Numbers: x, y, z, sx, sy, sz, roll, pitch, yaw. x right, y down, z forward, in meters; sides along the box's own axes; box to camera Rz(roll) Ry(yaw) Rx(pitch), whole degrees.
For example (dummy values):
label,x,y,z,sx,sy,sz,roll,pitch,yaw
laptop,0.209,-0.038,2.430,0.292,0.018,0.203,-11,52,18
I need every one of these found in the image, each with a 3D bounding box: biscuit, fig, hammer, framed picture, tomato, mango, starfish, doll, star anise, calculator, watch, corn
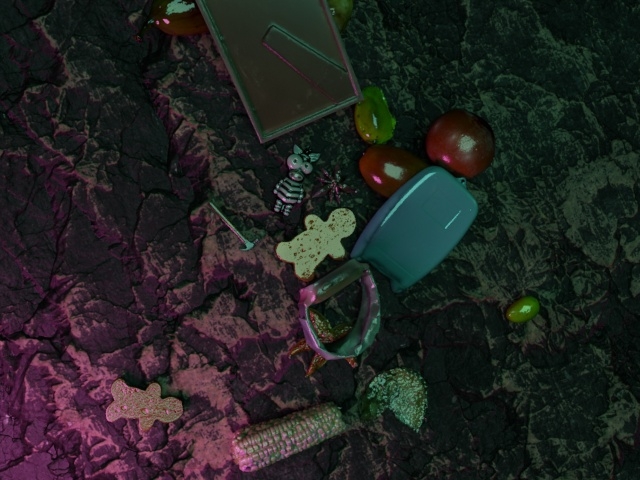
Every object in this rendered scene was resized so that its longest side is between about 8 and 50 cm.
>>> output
label,x,y,z,sx,sy,sz,roll,pitch,yaw
biscuit,0.000,0.000,1.771,0.250,0.036,0.165,-42,97,-5
fig,-0.395,-0.613,1.641,0.274,0.145,0.170,-42,96,-23
hammer,-0.257,-0.040,1.733,0.062,0.017,0.182,-45,95,-8
framed picture,-0.105,-0.526,1.652,0.326,0.028,0.446,-22,114,3
tomato,0.409,-0.282,1.763,0.208,0.208,0.184,30,99,-9
biscuit,-0.482,0.456,1.676,0.205,0.031,0.138,11,88,-10
mango,0.153,-0.365,1.775,0.119,0.100,0.178,0,79,-46
starfish,0.014,0.292,1.768,0.227,0.043,0.240,-38,91,-11
doll,-0.075,-0.177,1.743,0.091,0.067,0.219,22,84,-6
fig,0.044,-0.676,1.749,0.159,0.159,0.257,47,63,-7
mango,0.626,0.216,1.877,0.108,0.056,0.073,-24,90,2
star anise,0.030,-0.157,1.767,0.129,0.056,0.124,-29,95,-10
calculator,0.284,-0.034,1.748,0.256,0.054,0.386,38,98,-20
watch,0.063,0.204,1.699,0.253,0.162,0.241,-31,88,-14
corn,-0.087,0.548,1.705,0.335,0.127,0.126,-15,92,-12
mango,0.248,-0.184,1.777,0.289,0.129,0.146,19,89,-18

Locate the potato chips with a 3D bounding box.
label,x,y,z,sx,sy,sz,roll,pitch,yaw
potato chips,0.221,0.481,1.813,0.220,0.029,0.201,-2,89,-13
